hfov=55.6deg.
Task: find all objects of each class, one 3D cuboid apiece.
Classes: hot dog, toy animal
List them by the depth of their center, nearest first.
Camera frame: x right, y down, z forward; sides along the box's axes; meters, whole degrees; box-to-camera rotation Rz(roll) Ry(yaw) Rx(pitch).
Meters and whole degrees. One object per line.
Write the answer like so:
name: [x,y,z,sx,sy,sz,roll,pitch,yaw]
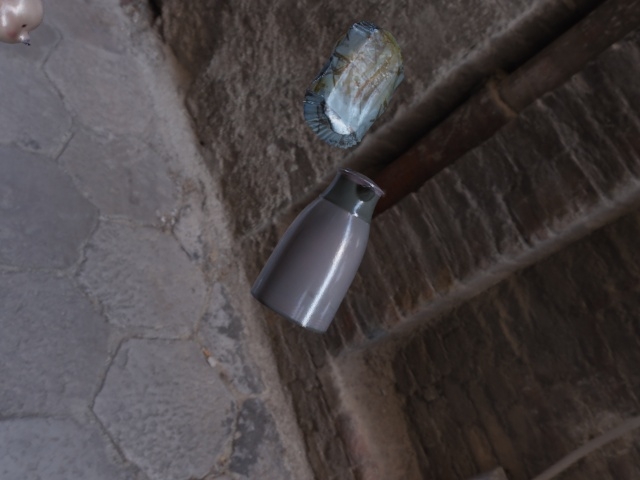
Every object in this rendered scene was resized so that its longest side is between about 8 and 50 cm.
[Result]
toy animal: [-0.377,-0.254,0.675,0.150,0.089,0.083,-28,42,-21]
hot dog: [0.069,-0.315,1.225,0.163,0.082,0.270,38,73,-21]

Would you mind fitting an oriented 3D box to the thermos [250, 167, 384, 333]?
thermos: [0.000,0.000,0.750,0.105,0.193,0.137,28,1,-20]
